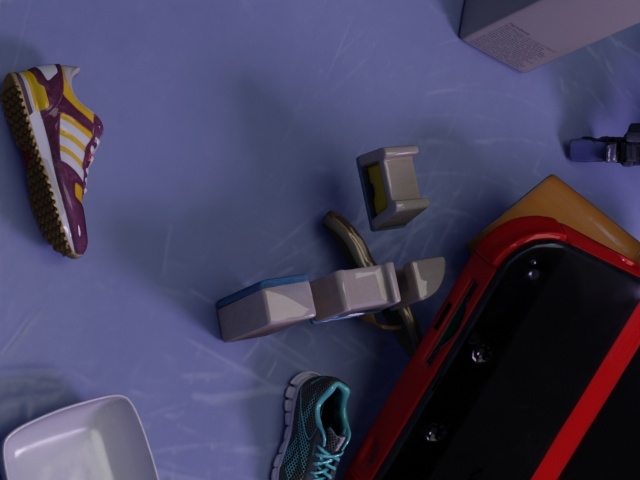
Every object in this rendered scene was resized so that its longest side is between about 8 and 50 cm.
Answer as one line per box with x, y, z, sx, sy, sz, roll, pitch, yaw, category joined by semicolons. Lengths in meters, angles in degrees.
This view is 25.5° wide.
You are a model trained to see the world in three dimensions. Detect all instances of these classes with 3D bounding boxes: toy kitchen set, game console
0.000;0.000;1.435;0.207;0.122;0.166;-8;81;-28;toy kitchen set
0.239;0.193;1.477;0.342;0.060;0.387;25;102;-22;game console

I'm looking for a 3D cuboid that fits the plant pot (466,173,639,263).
0.271;0.036;1.594;0.205;0.205;0.188;-38;87;-34;plant pot

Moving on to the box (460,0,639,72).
0.287;-0.288;1.609;0.113;0.275;0.094;24;66;-28;box

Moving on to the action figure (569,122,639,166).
0.474;-0.183;1.714;0.330;0.341;0.179;-66;153;-60;action figure

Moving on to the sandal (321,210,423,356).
0.047;0.052;1.506;0.049;0.072;0.180;-34;90;-13;sandal

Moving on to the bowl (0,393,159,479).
-0.223;0.221;1.290;0.142;0.053;0.142;-17;90;-36;bowl

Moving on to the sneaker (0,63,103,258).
-0.235;-0.077;1.334;0.083;0.069;0.186;-16;91;-30;sneaker

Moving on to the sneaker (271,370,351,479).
-0.004;0.212;1.428;0.065;0.076;0.167;11;74;-31;sneaker
